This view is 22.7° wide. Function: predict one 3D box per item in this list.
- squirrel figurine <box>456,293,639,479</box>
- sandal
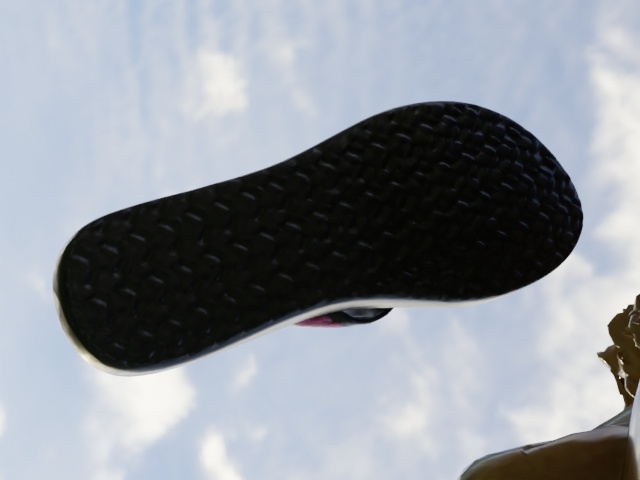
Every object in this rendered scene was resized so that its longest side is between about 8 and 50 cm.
[{"bbox_3d":[0.204,-0.008,0.407,0.281,0.370,0.397,21,-32,22],"label":"squirrel figurine"},{"bbox_3d":[0.000,0.000,0.509,0.040,0.179,0.067,141,-67,-67],"label":"sandal"}]
